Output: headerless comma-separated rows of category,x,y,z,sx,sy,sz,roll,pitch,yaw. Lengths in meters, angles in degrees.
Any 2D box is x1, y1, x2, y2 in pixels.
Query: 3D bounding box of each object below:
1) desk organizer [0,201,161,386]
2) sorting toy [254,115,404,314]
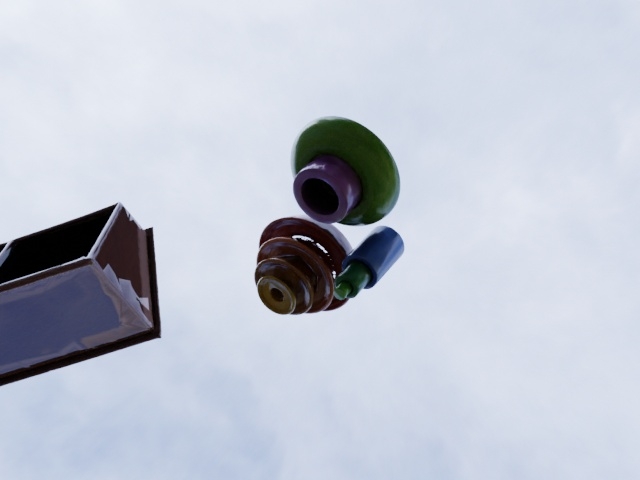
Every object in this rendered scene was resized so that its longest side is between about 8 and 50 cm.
desk organizer,-0.124,0.021,0.503,0.130,0.050,0.047,-17,-126,11
sorting toy,0.000,0.000,0.627,0.061,0.042,0.102,30,-46,14
